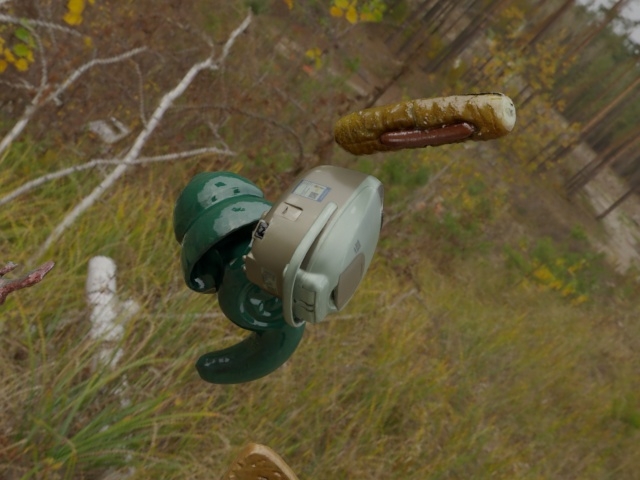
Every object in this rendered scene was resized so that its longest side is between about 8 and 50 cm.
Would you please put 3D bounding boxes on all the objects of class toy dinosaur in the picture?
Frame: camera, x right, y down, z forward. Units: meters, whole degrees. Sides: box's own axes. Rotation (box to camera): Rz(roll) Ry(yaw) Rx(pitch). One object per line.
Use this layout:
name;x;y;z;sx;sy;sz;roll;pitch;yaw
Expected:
toy dinosaur;-0.483;0.112;0.995;0.053;0.167;0.242;65;30;-23

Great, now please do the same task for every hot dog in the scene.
hot dog;0.109;-0.128;0.835;0.066;0.216;0.047;60;40;-40

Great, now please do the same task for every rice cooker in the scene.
rice cooker;0.000;0.000;0.874;0.127;0.145;0.206;26;54;21

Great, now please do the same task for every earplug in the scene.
earplug;-0.116;0.041;1.028;0.164;0.257;0.280;-18;70;-23

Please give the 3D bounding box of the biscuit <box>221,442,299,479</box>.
biscuit;-0.050;0.297;0.713;0.163;0.250;0.035;-7;25;-7
